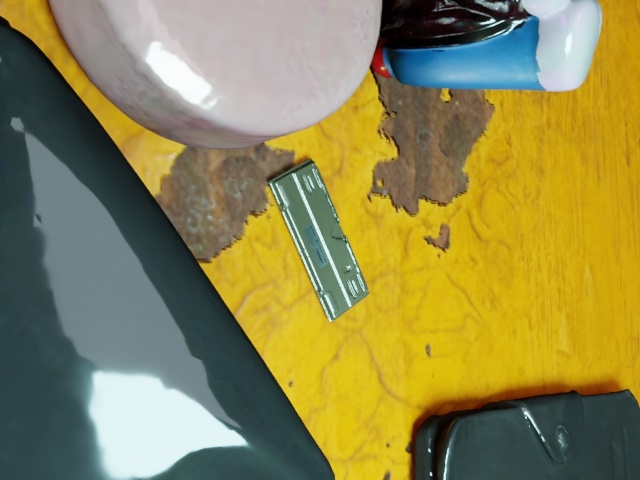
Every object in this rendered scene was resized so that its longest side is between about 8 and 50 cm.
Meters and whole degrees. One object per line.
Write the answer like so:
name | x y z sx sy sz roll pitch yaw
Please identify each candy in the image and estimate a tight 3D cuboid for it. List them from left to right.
candy | -0.067 -0.194 0.525 0.255 0.094 0.255 3 85 -38

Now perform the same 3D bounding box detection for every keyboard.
keyboard | 0.000 0.000 0.617 0.049 0.015 0.129 -32 107 -31

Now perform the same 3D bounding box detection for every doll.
doll | 0.128 -0.283 0.608 0.284 0.240 0.309 -69 158 -73

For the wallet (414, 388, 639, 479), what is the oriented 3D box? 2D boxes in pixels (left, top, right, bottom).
wallet | 0.231 0.255 0.762 0.378 0.051 0.197 6 84 -40

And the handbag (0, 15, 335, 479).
handbag | -0.186 0.096 0.379 0.288 0.152 0.342 -37 102 -19
